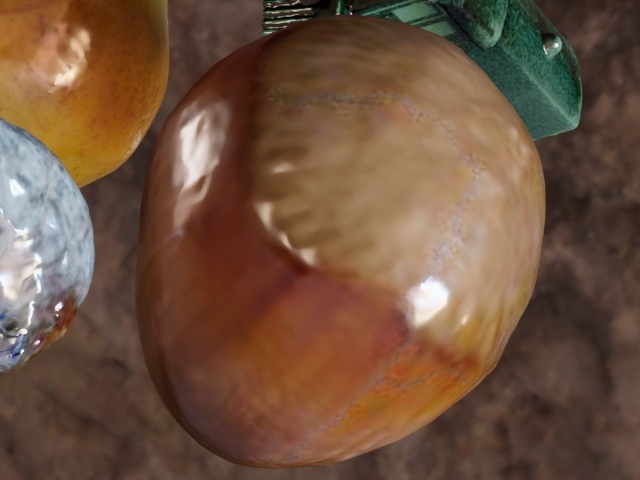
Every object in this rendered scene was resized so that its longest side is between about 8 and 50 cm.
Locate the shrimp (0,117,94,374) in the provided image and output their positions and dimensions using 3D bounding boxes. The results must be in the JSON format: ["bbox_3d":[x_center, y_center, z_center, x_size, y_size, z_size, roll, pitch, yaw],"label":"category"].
[{"bbox_3d":[-0.169,-0.024,0.496,0.233,0.079,0.090,21,-9,-27],"label":"shrimp"}]

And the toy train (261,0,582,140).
[{"bbox_3d":[0.088,-0.154,1.407,0.178,0.138,0.330,-15,-29,27],"label":"toy train"}]

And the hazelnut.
[{"bbox_3d":[0.000,0.000,0.787,0.176,0.214,0.214,44,-19,-15],"label":"hazelnut"}]

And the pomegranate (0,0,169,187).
[{"bbox_3d":[-0.336,-0.213,1.691,0.417,0.416,0.416,32,-18,11],"label":"pomegranate"}]
